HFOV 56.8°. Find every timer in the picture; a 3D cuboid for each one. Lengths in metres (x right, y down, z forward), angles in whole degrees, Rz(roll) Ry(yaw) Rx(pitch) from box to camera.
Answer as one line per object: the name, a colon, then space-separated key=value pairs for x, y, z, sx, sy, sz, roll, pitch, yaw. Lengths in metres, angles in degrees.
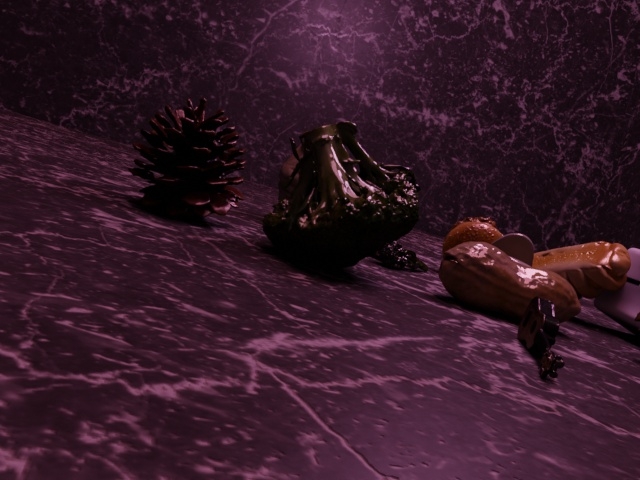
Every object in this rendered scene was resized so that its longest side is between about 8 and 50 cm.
timer: x=0.870 y=0.156 z=1.521 sx=0.192 sy=0.194 sz=0.195 roll=32 pitch=2 yaw=-15

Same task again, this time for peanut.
peanut: x=0.399 y=0.096 z=1.251 sx=0.313 sy=0.149 sz=0.149 roll=17 pitch=7 yaw=0

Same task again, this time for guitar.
guitar: x=0.353 y=0.158 z=0.933 sx=0.038 sy=0.083 sz=0.271 roll=20 pitch=13 yaw=9

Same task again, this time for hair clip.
hair clip: x=0.447 y=0.083 z=1.478 sx=0.172 sy=0.113 sz=0.282 roll=26 pitch=-31 yaw=3

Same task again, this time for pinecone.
pinecone: x=-0.278 y=-0.173 z=1.259 sx=0.264 sy=0.264 sz=0.264 roll=17 pitch=7 yaw=-2

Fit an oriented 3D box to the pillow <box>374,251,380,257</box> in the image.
pillow: x=0.151 y=0.019 z=1.612 sx=0.185 sy=0.043 sz=0.118 roll=23 pitch=12 yaw=41

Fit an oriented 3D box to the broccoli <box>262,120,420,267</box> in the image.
broccoli: x=0.025 y=-0.082 z=1.166 sx=0.321 sy=0.283 sz=0.304 roll=-9 pitch=9 yaw=27

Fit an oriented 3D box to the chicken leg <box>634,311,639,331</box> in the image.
chicken leg: x=0.745 y=0.210 z=1.234 sx=0.211 sy=0.140 sz=0.361 roll=38 pitch=-3 yaw=0

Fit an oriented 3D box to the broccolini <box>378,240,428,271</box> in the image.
broccolini: x=0.222 y=0.037 z=1.516 sx=0.203 sy=0.068 sz=0.091 roll=10 pitch=26 yaw=-47

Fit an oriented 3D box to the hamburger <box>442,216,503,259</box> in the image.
hamburger: x=0.437 y=0.024 z=1.666 sx=0.182 sy=0.191 sz=0.118 roll=25 pitch=9 yaw=0

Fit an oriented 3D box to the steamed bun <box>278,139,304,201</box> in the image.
steamed bun: x=-0.027 y=-0.129 z=1.654 sx=0.280 sy=0.207 sz=0.268 roll=42 pitch=22 yaw=-60

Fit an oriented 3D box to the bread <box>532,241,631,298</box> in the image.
bread: x=0.664 y=0.094 z=1.584 sx=0.311 sy=0.121 sz=0.173 roll=-12 pitch=21 yaw=43
